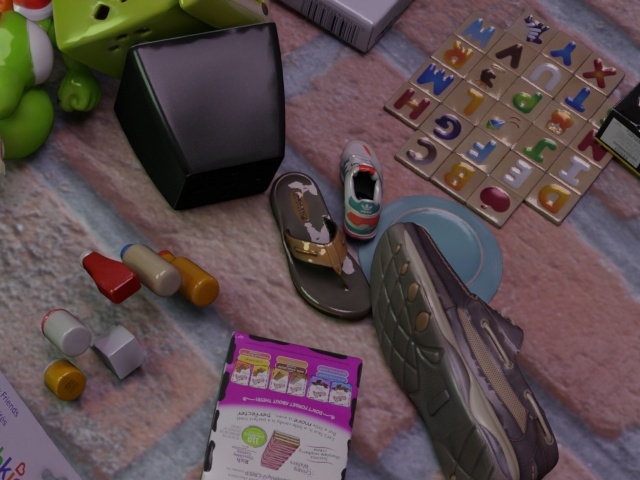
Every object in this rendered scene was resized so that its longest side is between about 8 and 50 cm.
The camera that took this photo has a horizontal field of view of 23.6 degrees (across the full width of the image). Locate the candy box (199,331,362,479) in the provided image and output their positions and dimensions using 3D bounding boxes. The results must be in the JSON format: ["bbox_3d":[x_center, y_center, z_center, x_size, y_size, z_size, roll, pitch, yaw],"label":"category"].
[{"bbox_3d":[-0.049,0.233,1.741,0.159,0.071,0.233,13,56,-3],"label":"candy box"}]

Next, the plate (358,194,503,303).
[{"bbox_3d":[0.142,0.017,1.939,0.188,0.024,0.188,5,59,-8],"label":"plate"}]

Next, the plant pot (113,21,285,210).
[{"bbox_3d":[-0.138,-0.143,1.904,0.187,0.188,0.167,-12,75,-18],"label":"plant pot"}]

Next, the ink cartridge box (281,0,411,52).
[{"bbox_3d":[0.020,-0.458,2.186,0.324,0.071,0.330,33,55,11],"label":"ink cartridge box"}]

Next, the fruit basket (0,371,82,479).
[{"bbox_3d":[-0.337,0.354,1.488,0.165,0.327,0.353,9,48,43],"label":"fruit basket"}]

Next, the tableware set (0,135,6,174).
[{"bbox_3d":[-0.459,-0.093,1.833,0.168,0.141,0.020,19,32,-1],"label":"tableware set"}]

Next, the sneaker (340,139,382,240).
[{"bbox_3d":[0.057,-0.080,1.945,0.057,0.075,0.161,7,48,-6],"label":"sneaker"}]

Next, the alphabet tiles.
[{"bbox_3d":[0.264,-0.172,2.087,0.285,0.011,0.342,36,59,11],"label":"alphabet tiles"}]

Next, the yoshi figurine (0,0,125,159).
[{"bbox_3d":[-0.373,-0.239,1.946,0.203,0.203,0.362,49,36,-26],"label":"yoshi figurine"}]

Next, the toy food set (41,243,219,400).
[{"bbox_3d":[-0.245,0.077,1.789,0.232,0.111,0.104,-38,40,-17],"label":"toy food set"}]

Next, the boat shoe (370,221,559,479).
[{"bbox_3d":[0.169,0.140,1.821,0.130,0.132,0.355,-11,70,-32],"label":"boat shoe"}]

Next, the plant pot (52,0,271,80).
[{"bbox_3d":[-0.191,-0.337,1.907,0.207,0.227,0.228,-13,76,24],"label":"plant pot"}]

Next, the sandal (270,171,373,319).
[{"bbox_3d":[0.000,0.000,1.899,0.090,0.060,0.219,-12,65,-17],"label":"sandal"}]

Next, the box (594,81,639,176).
[{"bbox_3d":[0.572,-0.165,2.097,0.257,0.079,0.322,40,60,14],"label":"box"}]
